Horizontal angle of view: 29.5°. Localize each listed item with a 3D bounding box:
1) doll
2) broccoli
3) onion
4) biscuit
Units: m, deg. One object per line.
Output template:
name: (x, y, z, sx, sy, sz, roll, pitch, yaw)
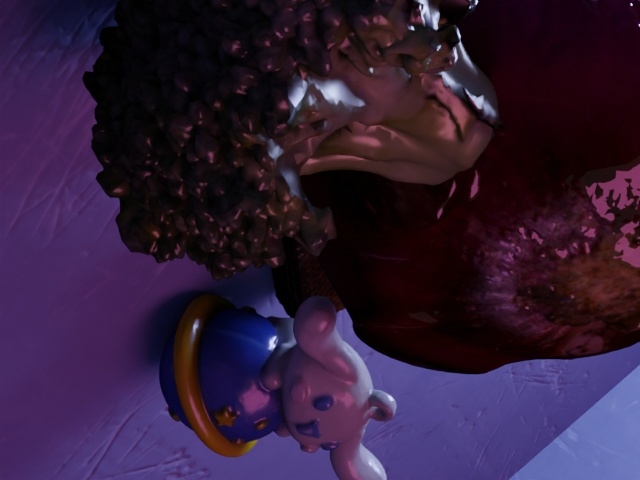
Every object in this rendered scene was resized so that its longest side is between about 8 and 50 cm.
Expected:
doll: (-0.036, 0.162, 1.315, 0.243, 0.159, 0.311, -18, 127, 17)
broccoli: (-0.026, -0.142, 0.809, 0.272, 0.324, 0.334, 0, 141, -51)
onion: (0.165, -0.108, 1.109, 0.398, 0.420, 0.398, -2, 146, -1)
biscuit: (0.000, 0.000, 1.304, 0.106, 0.070, 0.252, -31, 151, -17)
